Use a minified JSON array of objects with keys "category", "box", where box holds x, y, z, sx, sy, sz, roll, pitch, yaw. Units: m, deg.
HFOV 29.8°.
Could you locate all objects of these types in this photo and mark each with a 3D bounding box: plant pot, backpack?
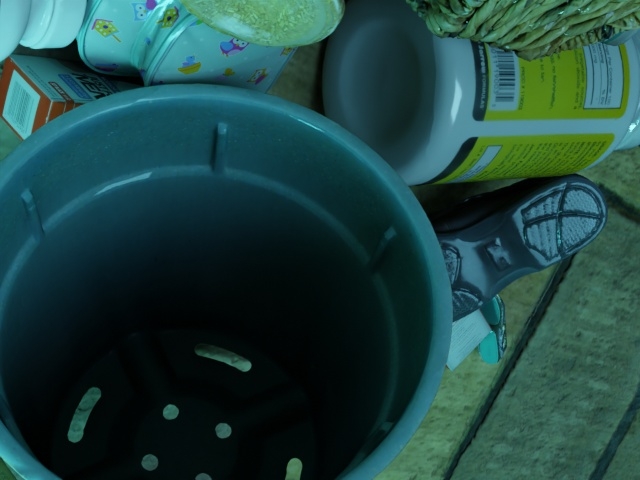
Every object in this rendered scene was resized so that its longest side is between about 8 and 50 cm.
[{"category":"plant pot","box":[-0.099,0.110,0.949,0.341,0.341,0.334,-31,160,-22]},{"category":"backpack","box":[-0.103,-0.189,0.926,0.188,0.144,0.166,2,148,-32]}]

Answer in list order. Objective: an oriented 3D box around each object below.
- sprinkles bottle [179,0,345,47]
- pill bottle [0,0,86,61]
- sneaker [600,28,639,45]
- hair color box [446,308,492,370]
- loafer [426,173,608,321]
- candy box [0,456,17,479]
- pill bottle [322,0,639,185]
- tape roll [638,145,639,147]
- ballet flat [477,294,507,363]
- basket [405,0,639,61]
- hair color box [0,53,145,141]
[{"category":"sprinkles bottle","box":[-0.006,-0.315,0.848,0.121,0.121,0.355,37,58,-45]},{"category":"pill bottle","box":[-0.276,-0.177,0.818,0.216,0.121,0.121,-7,118,-37]},{"category":"sneaker","box":[0.227,-0.319,1.091,0.121,0.108,0.302,9,66,-25]},{"category":"hair color box","box":[0.135,0.078,1.356,0.072,0.043,0.141,-44,135,-10]},{"category":"loafer","box":[0.150,0.011,1.265,0.302,0.095,0.109,-23,108,5]},{"category":"candy box","box":[-0.295,0.221,0.893,0.087,0.316,0.183,-10,120,-37]},{"category":"pill bottle","box":[0.182,-0.152,1.160,0.334,0.188,0.188,-5,117,-37]},{"category":"tape roll","box":[0.464,-0.184,1.310,0.090,0.275,0.275,32,92,-44]},{"category":"ballet flat","box":[0.203,0.094,1.431,0.041,0.041,0.114,-27,129,-25]},{"category":"basket","box":[0.175,-0.301,0.984,0.223,0.299,0.213,1,153,-36]},{"category":"hair color box","box":[-0.164,-0.104,0.970,0.167,0.093,0.053,1,118,-40]}]
